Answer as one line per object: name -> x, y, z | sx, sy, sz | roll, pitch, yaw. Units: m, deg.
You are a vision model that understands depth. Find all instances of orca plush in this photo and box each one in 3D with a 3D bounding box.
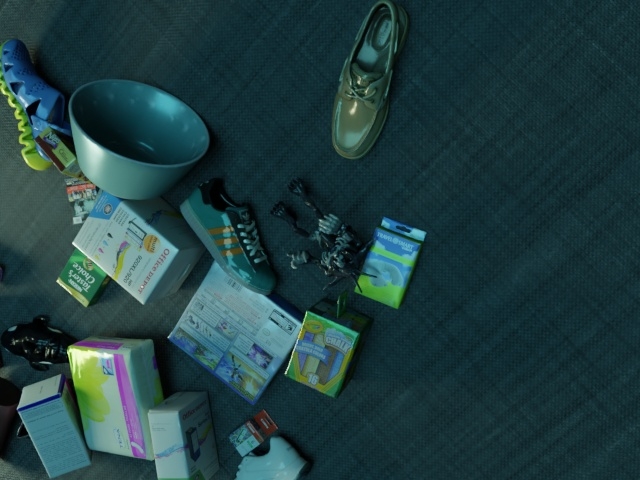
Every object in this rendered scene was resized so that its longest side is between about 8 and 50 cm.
orca plush -> -0.725, 0.296, 1.948 | 0.287, 0.102, 0.151 | 28, 106, 12

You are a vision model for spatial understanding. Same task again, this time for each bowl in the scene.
bowl -> -0.423, -0.208, 1.699 | 0.311, 0.311, 0.163 | 36, 127, 10

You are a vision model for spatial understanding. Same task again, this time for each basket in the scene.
basket -> -0.921, 0.488, 2.017 | 0.204, 0.154, 0.227 | 31, 103, -15

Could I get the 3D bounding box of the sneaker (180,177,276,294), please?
sneaker -> -0.193, -0.013, 1.727 | 0.302, 0.108, 0.121 | 48, 113, 7

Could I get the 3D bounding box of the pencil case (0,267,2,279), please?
pencil case -> -0.949, 0.062, 1.995 | 0.206, 0.088, 0.086 | 25, 107, 12

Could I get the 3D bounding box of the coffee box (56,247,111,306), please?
coffee box -> -0.579, 0.066, 1.899 | 0.113, 0.040, 0.184 | 40, 108, 9

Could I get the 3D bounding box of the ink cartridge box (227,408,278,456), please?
ink cartridge box -> -0.165, 0.470, 1.831 | 0.115, 0.029, 0.063 | -40, 85, 20

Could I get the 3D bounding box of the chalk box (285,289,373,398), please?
chalk box -> 0.030, 0.217, 1.676 | 0.132, 0.132, 0.213 | 23, 106, 14

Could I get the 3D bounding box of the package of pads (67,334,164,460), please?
package of pads -> -0.500, 0.387, 1.859 | 0.229, 0.101, 0.296 | -1, 103, 31

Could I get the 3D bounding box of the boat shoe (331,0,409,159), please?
boat shoe -> 0.090, -0.338, 1.584 | 0.122, 0.110, 0.341 | 18, 103, 15

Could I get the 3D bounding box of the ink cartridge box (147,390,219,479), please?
ink cartridge box -> -0.331, 0.489, 1.821 | 0.093, 0.154, 0.212 | -7, 95, 19

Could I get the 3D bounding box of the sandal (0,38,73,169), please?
sandal -> -0.687, -0.341, 1.840 | 0.138, 0.126, 0.317 | -15, 101, 16

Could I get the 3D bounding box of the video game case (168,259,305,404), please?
video game case -> -0.193, 0.213, 1.785 | 0.269, 0.061, 0.244 | 36, 106, 10

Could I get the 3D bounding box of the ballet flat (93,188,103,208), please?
ballet flat -> -0.513, -0.109, 1.834 | 0.070, 0.070, 0.188 | 23, 105, 14

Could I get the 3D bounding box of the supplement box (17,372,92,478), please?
supplement box -> -0.669, 0.471, 1.906 | 0.114, 0.111, 0.220 | -19, 110, -7

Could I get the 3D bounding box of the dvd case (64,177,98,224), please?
dvd case -> -0.597, -0.104, 1.895 | 0.087, 0.013, 0.119 | -8, 94, 19

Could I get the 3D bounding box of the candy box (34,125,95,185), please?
candy box -> -0.585, -0.196, 1.780 | 0.053, 0.187, 0.109 | -43, 79, 4

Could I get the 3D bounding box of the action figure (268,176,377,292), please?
action figure -> 0.000, 0.000, 1.634 | 0.275, 0.141, 0.164 | 48, 109, 19

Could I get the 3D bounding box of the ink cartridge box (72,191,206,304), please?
ink cartridge box -> -0.417, 0.004, 1.770 | 0.233, 0.168, 0.171 | 39, 107, 9

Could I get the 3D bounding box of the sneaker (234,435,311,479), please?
sneaker -> -0.158, 0.588, 1.820 | 0.297, 0.111, 0.129 | -42, 73, 12

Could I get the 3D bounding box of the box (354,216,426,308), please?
box -> 0.155, 0.049, 1.658 | 0.109, 0.042, 0.178 | 21, 105, 14

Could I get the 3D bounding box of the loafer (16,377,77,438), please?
loafer -> -0.722, 0.451, 1.983 | 0.076, 0.078, 0.223 | 47, 109, 6

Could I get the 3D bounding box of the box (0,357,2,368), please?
box -> -0.985, 0.270, 1.995 | 0.168, 0.167, 0.203 | -7, 96, 19
